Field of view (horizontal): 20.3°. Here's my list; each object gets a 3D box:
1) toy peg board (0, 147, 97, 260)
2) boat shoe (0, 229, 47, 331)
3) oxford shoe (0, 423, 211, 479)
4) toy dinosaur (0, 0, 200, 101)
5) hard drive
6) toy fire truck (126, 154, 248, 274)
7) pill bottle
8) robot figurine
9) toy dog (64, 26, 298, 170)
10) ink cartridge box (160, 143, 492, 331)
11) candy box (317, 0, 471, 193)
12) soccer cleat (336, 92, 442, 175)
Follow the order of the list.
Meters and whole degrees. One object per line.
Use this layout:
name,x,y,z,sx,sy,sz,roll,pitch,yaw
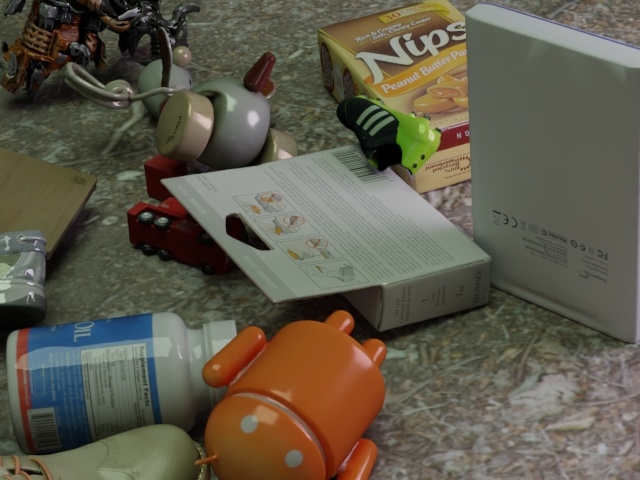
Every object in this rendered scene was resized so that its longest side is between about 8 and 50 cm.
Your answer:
toy peg board,-0.364,-0.024,2.072,0.160,0.079,0.161,17,37,5
boat shoe,-0.451,0.040,1.902,0.320,0.118,0.103,-1,70,0
oxford shoe,-0.271,0.244,1.564,0.397,0.147,0.140,-26,38,-29
toy dinosaur,-0.283,-0.308,2.334,0.322,0.218,0.164,-39,42,26
hard drive,0.242,-0.067,1.810,0.210,0.319,0.040,24,43,37
toy fire truck,-0.149,-0.031,2.060,0.192,0.047,0.135,18,38,29
pill bottle,-0.187,0.135,1.742,0.221,0.124,0.124,-7,33,-4
robot figurine,-0.022,0.163,1.667,0.128,0.158,0.219,4,38,38
toy dog,-0.135,-0.185,2.160,0.220,0.161,0.333,16,16,-49
ink cartridge box,0.000,0.000,1.945,0.261,0.066,0.296,-12,32,-25
candy box,0.136,-0.187,2.219,0.182,0.088,0.316,-16,36,-15
soccer cleat,0.065,-0.121,2.046,0.072,0.060,0.179,-54,36,-10
